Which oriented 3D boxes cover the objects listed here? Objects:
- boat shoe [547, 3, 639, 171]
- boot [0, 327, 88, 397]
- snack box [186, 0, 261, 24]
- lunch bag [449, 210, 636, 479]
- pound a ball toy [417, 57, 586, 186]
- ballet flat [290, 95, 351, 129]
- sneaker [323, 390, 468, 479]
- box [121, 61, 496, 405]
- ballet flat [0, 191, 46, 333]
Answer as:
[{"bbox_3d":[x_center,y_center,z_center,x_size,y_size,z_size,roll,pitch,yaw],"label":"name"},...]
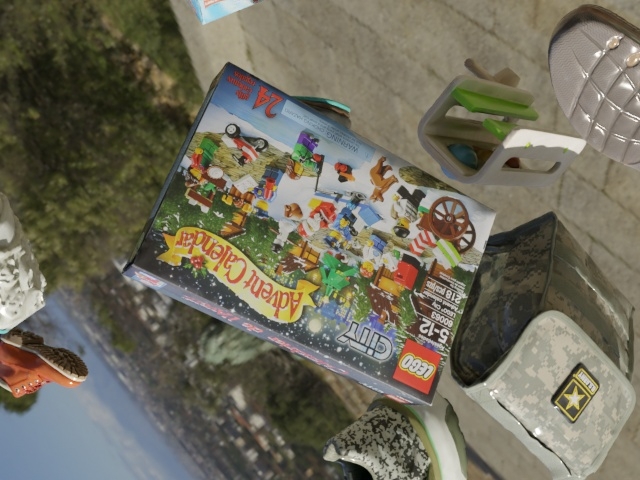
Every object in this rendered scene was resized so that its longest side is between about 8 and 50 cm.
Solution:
[{"bbox_3d":[0.362,-0.148,0.951,0.324,0.116,0.123,36,135,-27],"label":"boat shoe"},{"bbox_3d":[-0.384,0.182,1.194,0.158,0.084,0.059,18,179,31],"label":"boot"},{"bbox_3d":[-0.181,-0.503,1.437,0.322,0.187,0.060,56,164,29],"label":"snack box"},{"bbox_3d":[0.301,0.148,1.166,0.169,0.287,0.235,-24,124,39],"label":"lunch bag"},{"bbox_3d":[0.254,-0.170,1.326,0.208,0.135,0.319,48,-153,23],"label":"pound a ball toy"},{"bbox_3d":[-0.072,-0.154,1.148,0.095,0.096,0.280,15,-175,-38],"label":"ballet flat"},{"bbox_3d":[0.096,0.383,1.048,0.158,0.182,0.410,-19,87,54],"label":"sneaker"},{"bbox_3d":[0.000,0.000,0.624,0.233,0.159,0.044,27,161,-16],"label":"box"},{"bbox_3d":[-0.388,-0.070,0.776,0.409,0.147,0.147,43,168,-26],"label":"ballet flat"}]
